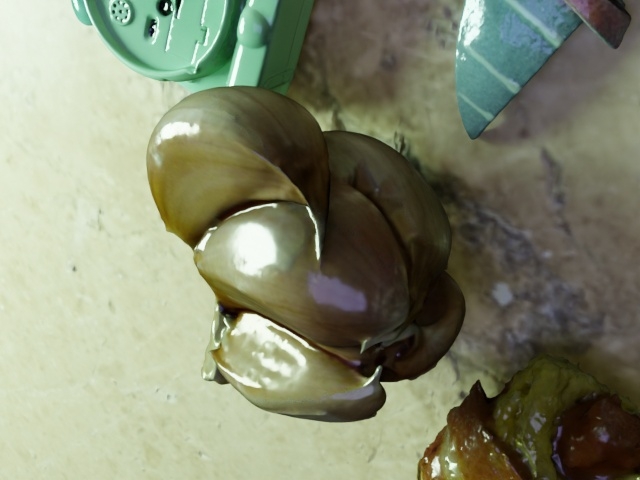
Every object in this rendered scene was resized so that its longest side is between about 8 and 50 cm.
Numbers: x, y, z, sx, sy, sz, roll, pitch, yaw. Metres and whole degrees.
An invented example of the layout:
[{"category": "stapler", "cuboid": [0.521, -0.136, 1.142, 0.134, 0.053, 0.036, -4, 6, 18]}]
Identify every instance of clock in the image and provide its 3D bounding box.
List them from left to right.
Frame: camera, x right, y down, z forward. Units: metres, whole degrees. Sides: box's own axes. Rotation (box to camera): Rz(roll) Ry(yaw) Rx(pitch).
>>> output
[{"category": "clock", "cuboid": [-0.097, -0.172, 0.557, 0.188, 0.060, 0.148, 25, 121, 17]}]

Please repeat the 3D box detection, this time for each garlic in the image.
[{"category": "garlic", "cuboid": [0.000, 0.000, 0.525, 0.191, 0.160, 0.214, 1, 109, 44]}]

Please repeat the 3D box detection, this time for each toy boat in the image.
[{"category": "toy boat", "cuboid": [0.108, -0.115, 0.490, 0.096, 0.034, 0.122, 48, 126, 9]}]

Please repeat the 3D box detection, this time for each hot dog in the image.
[{"category": "hot dog", "cuboid": [0.137, 0.172, 0.559, 0.146, 0.103, 0.213, 37, 125, 8]}]
